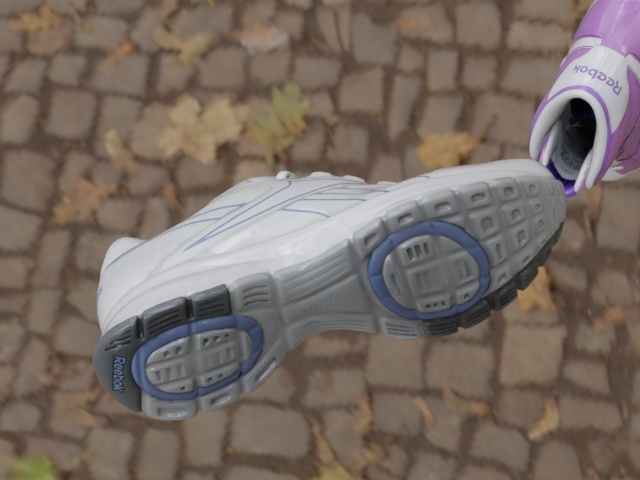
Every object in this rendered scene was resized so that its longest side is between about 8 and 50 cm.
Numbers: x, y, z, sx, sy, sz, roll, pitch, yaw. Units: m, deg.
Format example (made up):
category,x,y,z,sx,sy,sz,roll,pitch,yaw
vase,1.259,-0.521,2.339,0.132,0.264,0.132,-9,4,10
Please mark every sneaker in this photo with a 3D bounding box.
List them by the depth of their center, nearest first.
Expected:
category,x,y,z,sx,sy,sz,roll,pitch,yaw
sneaker,0.000,0.000,1.090,0.297,0.111,0.129,-15,40,-6
sneaker,0.219,-0.090,1.524,0.102,0.282,0.161,26,70,16
